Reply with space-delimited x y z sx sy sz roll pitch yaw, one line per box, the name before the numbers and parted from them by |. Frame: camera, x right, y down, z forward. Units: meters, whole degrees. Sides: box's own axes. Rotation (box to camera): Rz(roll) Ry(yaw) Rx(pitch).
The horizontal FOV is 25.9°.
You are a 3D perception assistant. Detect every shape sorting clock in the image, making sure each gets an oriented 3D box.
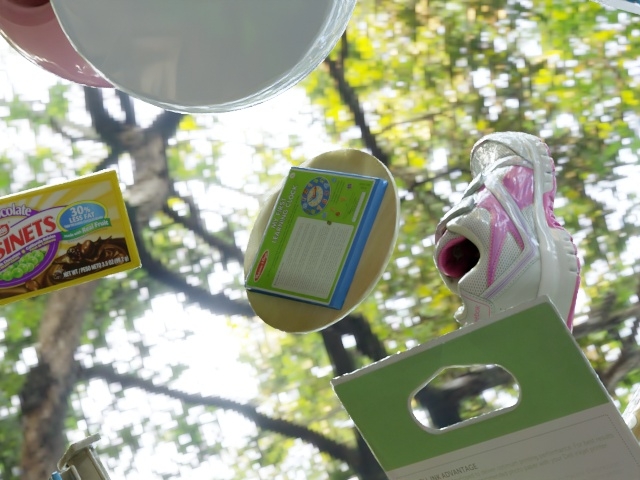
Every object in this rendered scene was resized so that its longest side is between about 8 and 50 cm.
shape sorting clock | 0.000 0.000 1.442 0.206 0.040 0.206 -18 -122 31

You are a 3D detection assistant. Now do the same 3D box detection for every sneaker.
sneaker | 0.153 -0.013 1.232 0.252 0.111 0.103 -96 -175 -54

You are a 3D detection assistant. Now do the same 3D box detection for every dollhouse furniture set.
dollhouse furniture set | -0.283 0.344 1.586 0.184 0.129 0.129 59 -36 14

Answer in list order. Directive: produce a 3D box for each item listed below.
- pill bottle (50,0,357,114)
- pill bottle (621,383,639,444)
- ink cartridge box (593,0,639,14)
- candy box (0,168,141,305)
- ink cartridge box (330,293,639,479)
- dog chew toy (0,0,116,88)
pill bottle | -0.057 -0.145 0.698 0.153 0.265 0.153 0 -77 -2
pill bottle | 0.294 0.239 1.230 0.131 0.229 0.131 30 -24 15
ink cartridge box | 0.320 -0.335 1.320 0.134 0.078 0.231 32 -76 51
candy box | -0.291 0.003 1.387 0.027 0.206 0.105 -174 -111 -74
ink cartridge box | 0.128 0.141 0.704 0.171 0.056 0.235 -28 -88 47
dog chew toy | -0.097 -0.223 1.015 0.206 0.332 0.207 9 -74 33
